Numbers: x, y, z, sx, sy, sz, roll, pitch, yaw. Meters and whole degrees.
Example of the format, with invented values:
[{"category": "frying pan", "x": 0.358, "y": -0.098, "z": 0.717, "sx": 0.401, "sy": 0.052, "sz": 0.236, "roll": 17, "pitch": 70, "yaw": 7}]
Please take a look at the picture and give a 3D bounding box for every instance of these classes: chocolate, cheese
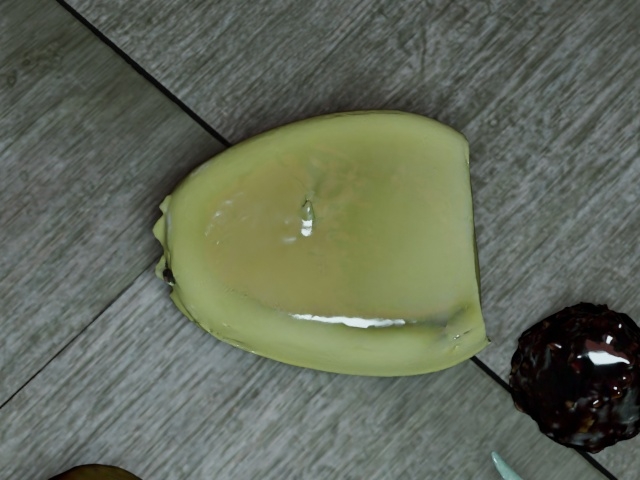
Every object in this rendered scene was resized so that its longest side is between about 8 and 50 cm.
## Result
[{"category": "chocolate", "x": 0.259, "y": 0.113, "z": 1.521, "sx": 0.156, "sy": 0.133, "sz": 0.156, "roll": 2, "pitch": 69, "yaw": -5}, {"category": "cheese", "x": 0.000, "y": 0.000, "z": 1.550, "sx": 0.316, "sy": 0.128, "sz": 0.259, "roll": -1, "pitch": 69, "yaw": -3}]

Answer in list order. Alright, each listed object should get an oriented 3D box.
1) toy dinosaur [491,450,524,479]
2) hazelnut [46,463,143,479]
[{"category": "toy dinosaur", "x": 0.327, "y": 0.287, "z": 1.474, "sx": 0.393, "sy": 0.092, "sz": 0.205, "roll": 25, "pitch": 67, "yaw": 8}, {"category": "hazelnut", "x": -0.187, "y": 0.308, "z": 1.363, "sx": 0.229, "sy": 0.229, "sz": 0.229, "roll": 2, "pitch": 67, "yaw": -4}]
